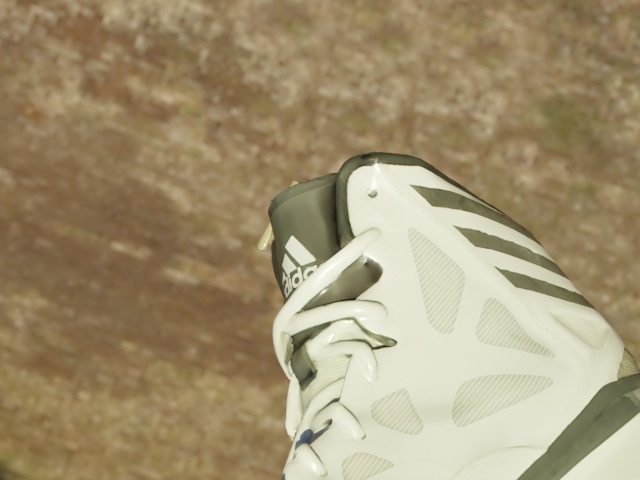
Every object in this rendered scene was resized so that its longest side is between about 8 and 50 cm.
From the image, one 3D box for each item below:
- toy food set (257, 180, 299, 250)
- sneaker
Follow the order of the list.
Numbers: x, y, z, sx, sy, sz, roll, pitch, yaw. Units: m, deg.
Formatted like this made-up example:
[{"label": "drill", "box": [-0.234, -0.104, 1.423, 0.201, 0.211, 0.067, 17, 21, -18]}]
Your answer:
[{"label": "toy food set", "box": [0.000, 0.000, 1.252, 0.019, 0.078, 0.122, 28, -178, -45]}, {"label": "sneaker", "box": [-0.002, 0.111, 0.951, 0.257, 0.447, 0.169, 54, 134, 11]}]
